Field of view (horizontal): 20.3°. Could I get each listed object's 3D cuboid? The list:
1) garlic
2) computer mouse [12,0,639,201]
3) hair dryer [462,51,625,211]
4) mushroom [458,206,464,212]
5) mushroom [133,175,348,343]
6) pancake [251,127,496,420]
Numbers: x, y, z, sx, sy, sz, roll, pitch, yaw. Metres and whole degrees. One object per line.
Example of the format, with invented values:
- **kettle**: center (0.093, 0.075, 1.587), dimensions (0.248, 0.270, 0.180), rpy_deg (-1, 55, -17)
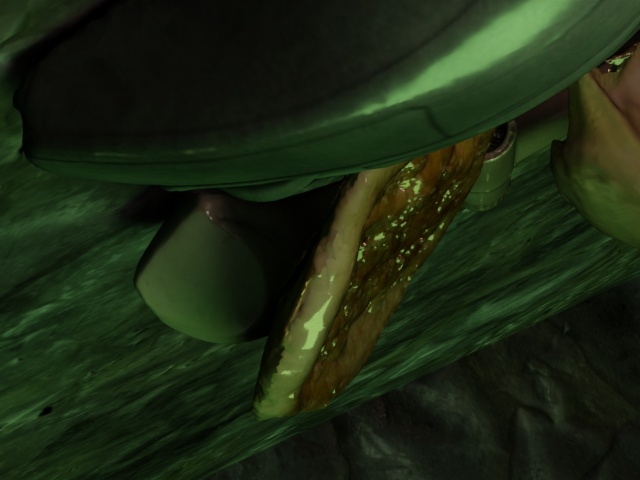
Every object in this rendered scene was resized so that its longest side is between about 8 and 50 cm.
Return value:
- **garlic**: center (0.239, -0.078, 1.258), dimensions (0.151, 0.196, 0.338), rpy_deg (-2, -171, 41)
- **computer mouse**: center (0.030, -0.094, 0.778), dimensions (0.371, 0.122, 0.188), rpy_deg (-27, 170, 23)
- **hair dryer**: center (0.192, -0.102, 1.331), dimensions (0.220, 0.053, 0.195), rpy_deg (-28, 170, 1)
- **mushroom**: center (-0.001, -0.002, 1.394), dimensions (0.306, 0.043, 0.068), rpy_deg (-19, 150, -33)
- **mushroom**: center (-0.028, 0.002, 1.181), dimensions (0.118, 0.103, 0.270), rpy_deg (-40, 173, 27)
- **pancake**: center (0.034, -0.005, 1.075), dimensions (0.282, 0.049, 0.282), rpy_deg (-55, 168, -18)
